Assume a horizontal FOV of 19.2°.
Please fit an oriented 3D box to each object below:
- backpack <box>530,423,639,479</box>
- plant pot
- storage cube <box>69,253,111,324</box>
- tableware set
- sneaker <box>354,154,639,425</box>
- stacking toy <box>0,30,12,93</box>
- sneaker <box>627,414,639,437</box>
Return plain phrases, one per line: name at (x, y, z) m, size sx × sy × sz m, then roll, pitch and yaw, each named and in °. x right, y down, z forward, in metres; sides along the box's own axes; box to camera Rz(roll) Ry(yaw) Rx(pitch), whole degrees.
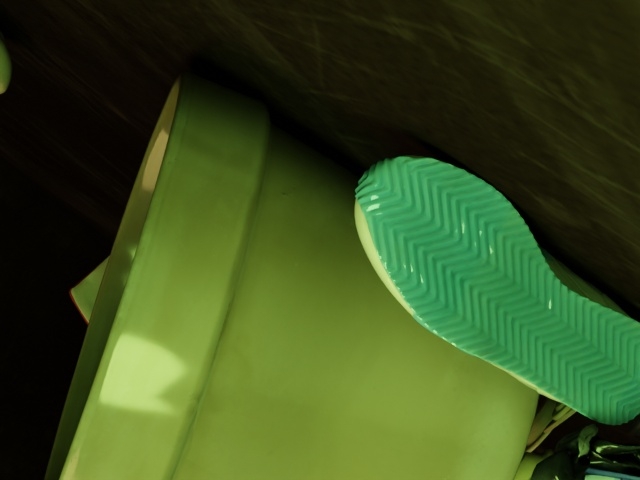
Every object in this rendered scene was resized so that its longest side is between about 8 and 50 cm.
backpack at (0.259, 0.229, 1.153) m, size 0.263 × 0.213 × 0.276 m, roll -1°, pitch 169°, yaw 12°
plant pot at (-0.012, 0.081, 1.264) m, size 0.280 × 0.323 × 0.323 m, roll 17°, pitch 176°, yaw -9°
storage cube at (-0.069, 0.077, 1.640) m, size 0.193 × 0.183 × 0.215 m, roll 40°, pitch -171°, yaw -49°
tableware set at (0.148, 0.144, 1.309) m, size 0.020 × 0.169 × 0.141 m, roll 39°, pitch 158°, yaw 1°
sneaker at (0.097, 0.029, 1.100) m, size 0.228 × 0.087 × 0.092 m, roll 39°, pitch 174°, yaw -28°
stacking toy at (-0.535, -0.077, 1.682) m, size 0.350 × 0.480 × 0.350 m, roll 33°, pitch 174°, yaw 4°
sneaker at (0.233, 0.104, 1.181) m, size 0.061 × 0.054 × 0.152 m, roll 17°, pitch 174°, yaw 5°
